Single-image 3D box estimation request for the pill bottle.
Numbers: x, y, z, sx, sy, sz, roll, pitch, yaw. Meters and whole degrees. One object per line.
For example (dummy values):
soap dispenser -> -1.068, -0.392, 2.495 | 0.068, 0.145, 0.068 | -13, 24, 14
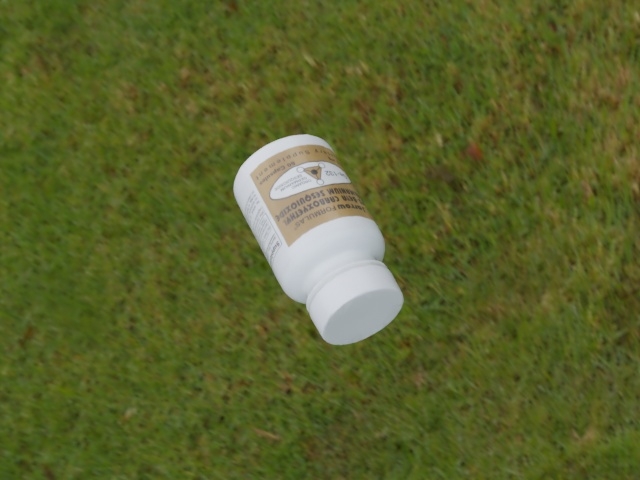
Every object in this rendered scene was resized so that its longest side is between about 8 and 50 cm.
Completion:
pill bottle -> 0.000, 0.000, 1.519 | 0.131, 0.131, 0.229 | -34, 58, 8
